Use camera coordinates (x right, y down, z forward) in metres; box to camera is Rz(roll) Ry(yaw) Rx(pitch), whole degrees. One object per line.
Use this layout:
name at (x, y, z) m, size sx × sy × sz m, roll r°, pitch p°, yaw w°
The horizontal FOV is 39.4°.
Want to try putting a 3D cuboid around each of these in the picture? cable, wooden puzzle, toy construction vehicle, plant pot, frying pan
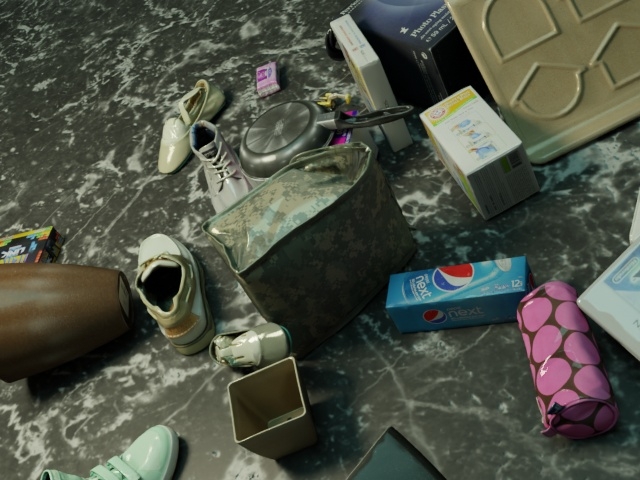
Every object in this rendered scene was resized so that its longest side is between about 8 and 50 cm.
cable at (0.089, -0.440, 1.866) m, size 0.047 × 0.150 × 0.185 m, roll 45°, pitch 39°, yaw 20°
wooden puzzle at (0.423, -0.342, 1.517) m, size 0.322 × 0.080 × 0.347 m, roll -26°, pitch 84°, yaw 5°
toy construction vehicle at (0.008, -0.261, 1.808) m, size 0.098 × 0.035 × 0.085 m, roll 1°, pitch 50°, yaw 31°
plant pot at (0.105, 0.364, 1.040) m, size 0.167 × 0.187 × 0.188 m, roll 29°, pitch 67°, yaw 31°
plant pot at (-0.060, 0.254, 1.296) m, size 0.109 × 0.096 × 0.109 m, roll -24°, pitch 42°, yaw 7°
plant pot at (-0.459, 0.126, 1.595) m, size 0.231 × 0.215 × 0.215 m, roll -11°, pitch 43°, yaw 0°
frying pan at (-0.016, -0.181, 1.570) m, size 0.326 × 0.053 × 0.197 m, roll 6°, pitch 54°, yaw 39°

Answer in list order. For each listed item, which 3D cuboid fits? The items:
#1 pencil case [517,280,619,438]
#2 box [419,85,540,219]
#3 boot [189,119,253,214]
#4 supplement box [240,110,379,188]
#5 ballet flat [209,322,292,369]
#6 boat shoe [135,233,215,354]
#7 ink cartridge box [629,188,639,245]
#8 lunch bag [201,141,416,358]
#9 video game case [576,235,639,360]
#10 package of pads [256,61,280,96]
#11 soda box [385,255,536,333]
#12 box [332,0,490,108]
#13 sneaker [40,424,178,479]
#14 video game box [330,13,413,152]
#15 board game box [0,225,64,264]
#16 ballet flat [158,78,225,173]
pencil case at (0.317, 0.156, 1.181) m, size 0.098 × 0.095 × 0.209 m, roll -38°, pitch 33°, yaw 30°
box at (0.262, -0.149, 1.489) m, size 0.103 × 0.114 × 0.203 m, roll -30°, pitch 41°, yaw 3°
boot at (-0.197, -0.133, 1.735) m, size 0.095 × 0.123 × 0.258 m, roll -32°, pitch 41°, yaw -1°
supplement box at (-0.019, -0.149, 1.657) m, size 0.220 × 0.114 × 0.111 m, roll -8°, pitch 47°, yaw 26°
ballet flat at (-0.115, 0.169, 1.372) m, size 0.068 × 0.072 × 0.213 m, roll -9°, pitch -5°, yaw -28°
boat shoe at (-0.270, 0.068, 1.595) m, size 0.113 × 0.103 × 0.302 m, roll -33°, pitch 41°, yaw -3°
ink cartridge box at (0.551, -0.029, 1.217) m, size 0.220 × 0.092 × 0.160 m, roll 3°, pitch 52°, yaw 33°
lunch bag at (0.000, 0.000, 1.404) m, size 0.287 × 0.235 × 0.169 m, roll -36°, pitch 43°, yaw -6°
video game case at (0.534, 0.054, 1.086) m, size 0.329 × 0.036 × 0.300 m, roll -46°, pitch 54°, yaw 5°
package of pads at (-0.115, -0.355, 1.975) m, size 0.050 × 0.032 × 0.083 m, roll -18°, pitch 43°, yaw 12°
soda box at (0.209, 0.082, 1.325) m, size 0.210 × 0.071 × 0.067 m, roll -10°, pitch 46°, yaw 23°
box at (0.236, -0.422, 1.725) m, size 0.296 × 0.182 × 0.294 m, roll -43°, pitch 41°, yaw -14°
sneaker at (-0.320, 0.353, 1.309) m, size 0.094 × 0.151 × 0.256 m, roll 14°, pitch 57°, yaw 41°
video game box at (0.095, -0.293, 1.661) m, size 0.048 × 0.205 × 0.187 m, roll -25°, pitch 42°, yaw 5°
board game box at (-0.638, 0.049, 1.872) m, size 0.170 × 0.048 × 0.141 m, roll -12°, pitch 43°, yaw 20°
ballet flat at (-0.295, -0.256, 1.946) m, size 0.086 × 0.086 × 0.248 m, roll 5°, pitch 52°, yaw 34°
